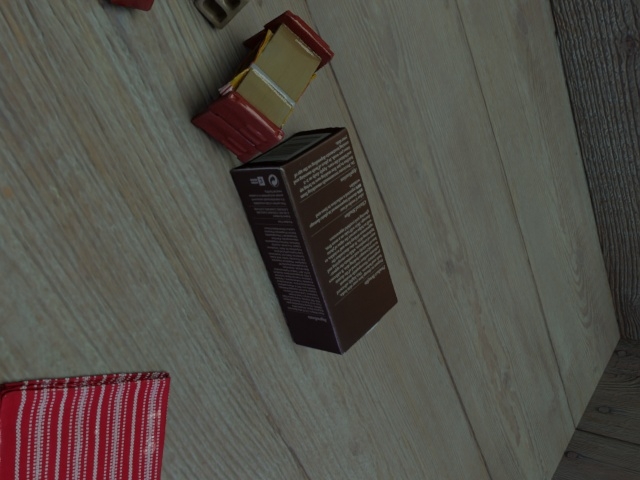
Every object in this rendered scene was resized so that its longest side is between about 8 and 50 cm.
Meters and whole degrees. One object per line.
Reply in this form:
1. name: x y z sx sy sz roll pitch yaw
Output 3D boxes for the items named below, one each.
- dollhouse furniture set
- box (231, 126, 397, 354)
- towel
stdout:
1. dollhouse furniture set: -0.181 -0.326 1.031 0.374 0.152 0.201 40 64 -22
2. box: 0.000 0.000 1.227 0.191 0.143 0.381 -37 117 -39
3. towel: -0.345 0.299 0.965 0.275 0.031 0.198 7 89 -47
